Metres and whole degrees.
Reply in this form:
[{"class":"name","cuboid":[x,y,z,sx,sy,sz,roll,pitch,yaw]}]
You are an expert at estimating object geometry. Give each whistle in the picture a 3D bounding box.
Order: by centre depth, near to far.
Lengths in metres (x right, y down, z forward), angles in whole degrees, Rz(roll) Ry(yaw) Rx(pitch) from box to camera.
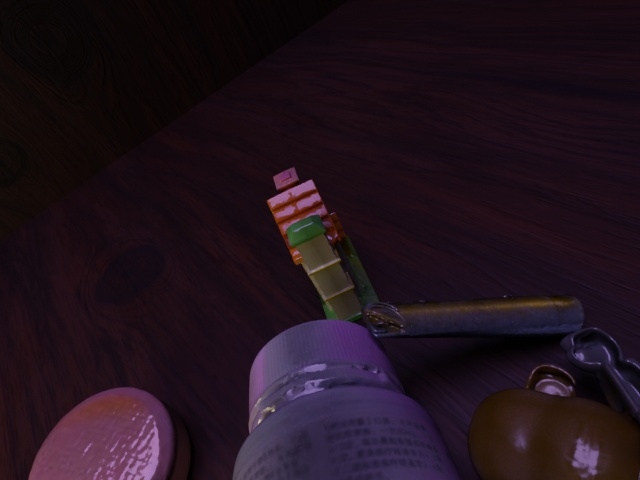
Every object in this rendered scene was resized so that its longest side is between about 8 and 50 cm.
[{"class":"whistle","cuboid":[0.222,0.112,0.620,0.327,0.057,0.068,0,19,-10]}]

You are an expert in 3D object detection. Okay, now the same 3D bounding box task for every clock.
[{"class":"clock","cuboid":[0.000,0.000,0.805,0.106,0.255,0.219,-25,41,3]}]

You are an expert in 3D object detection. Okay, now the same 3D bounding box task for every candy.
[{"class":"candy","cuboid":[-0.332,0.370,0.690,0.255,0.094,0.255,-5,51,7]}]

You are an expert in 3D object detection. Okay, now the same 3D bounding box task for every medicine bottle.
[{"class":"medicine bottle","cuboid":[0.024,0.276,0.504,0.256,0.256,0.325,-25,33,3]}]

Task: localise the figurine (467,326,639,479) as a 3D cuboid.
[{"class":"figurine","cuboid":[0.302,0.252,0.448,0.285,0.167,0.342,13,33,27]}]
